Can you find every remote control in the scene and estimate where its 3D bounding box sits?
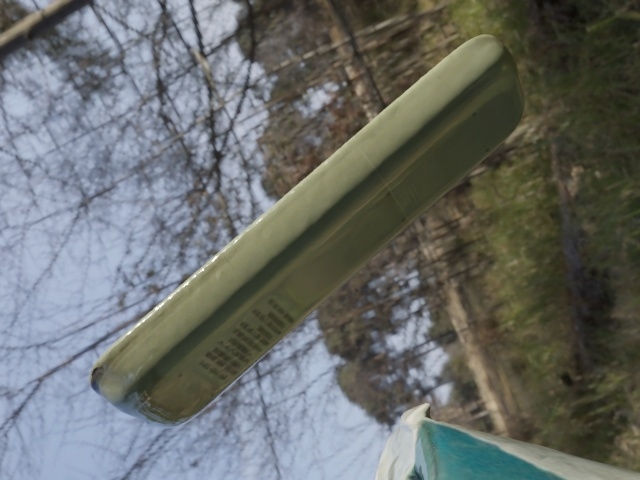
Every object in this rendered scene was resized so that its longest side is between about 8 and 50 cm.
[{"bbox_3d":[-0.001,-0.001,0.558,0.038,0.309,0.090,48,180,31],"label":"remote control"}]

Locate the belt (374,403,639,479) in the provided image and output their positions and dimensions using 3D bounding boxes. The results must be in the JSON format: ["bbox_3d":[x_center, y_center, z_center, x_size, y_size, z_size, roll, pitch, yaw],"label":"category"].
[{"bbox_3d":[0.050,0.279,0.308,0.300,0.173,0.436,105,-177,-63],"label":"belt"}]
